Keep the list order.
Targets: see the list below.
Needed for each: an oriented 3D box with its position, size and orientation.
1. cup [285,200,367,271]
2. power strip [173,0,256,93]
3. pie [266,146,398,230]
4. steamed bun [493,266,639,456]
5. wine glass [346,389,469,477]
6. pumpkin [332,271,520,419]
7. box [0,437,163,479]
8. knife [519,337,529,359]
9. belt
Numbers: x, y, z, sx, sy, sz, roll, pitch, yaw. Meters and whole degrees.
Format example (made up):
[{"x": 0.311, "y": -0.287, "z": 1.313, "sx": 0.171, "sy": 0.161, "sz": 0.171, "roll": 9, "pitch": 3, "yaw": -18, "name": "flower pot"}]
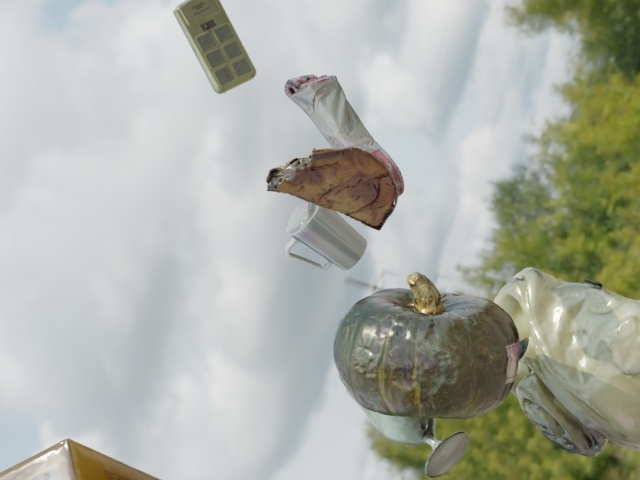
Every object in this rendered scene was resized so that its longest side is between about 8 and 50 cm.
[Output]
[{"x": 0.000, "y": 0.000, "z": 1.855, "sx": 0.104, "sy": 0.116, "sz": 0.074, "roll": -47, "pitch": 23, "yaw": 10, "name": "cup"}, {"x": -0.168, "y": -0.317, "z": 1.892, "sx": 0.076, "sy": 0.168, "sz": 0.028, "roll": -29, "pitch": 3, "yaw": -15, "name": "power strip"}, {"x": 0.023, "y": -0.061, "z": 1.290, "sx": 0.092, "sy": 0.170, "sz": 0.034, "roll": -53, "pitch": 39, "yaw": 30, "name": "pie"}, {"x": 0.406, "y": 0.207, "z": 1.844, "sx": 0.237, "sy": 0.347, "sz": 0.394, "roll": -67, "pitch": 13, "yaw": -11, "name": "steamed bun"}, {"x": 0.130, "y": 0.270, "z": 1.866, "sx": 0.093, "sy": 0.202, "sz": 0.093, "roll": -29, "pitch": -40, "yaw": -28, "name": "wine glass"}, {"x": 0.142, "y": 0.134, "z": 1.623, "sx": 0.260, "sy": 0.260, "sz": 0.189, "roll": -17, "pitch": -74, "yaw": -74, "name": "pumpkin"}, {"x": -0.364, "y": 0.380, "z": 1.327, "sx": 0.264, "sy": 0.415, "sz": 0.115, "roll": 44, "pitch": -159, "yaw": -57, "name": "box"}, {"x": 0.220, "y": 0.195, "z": 1.741, "sx": 0.015, "sy": 0.210, "sz": 0.028, "roll": 0, "pitch": -117, "yaw": -53, "name": "knife"}, {"x": 0.035, "y": -0.146, "z": 1.647, "sx": 0.053, "sy": 0.232, "sz": 0.071, "roll": -26, "pitch": -23, "yaw": -25, "name": "belt"}]
